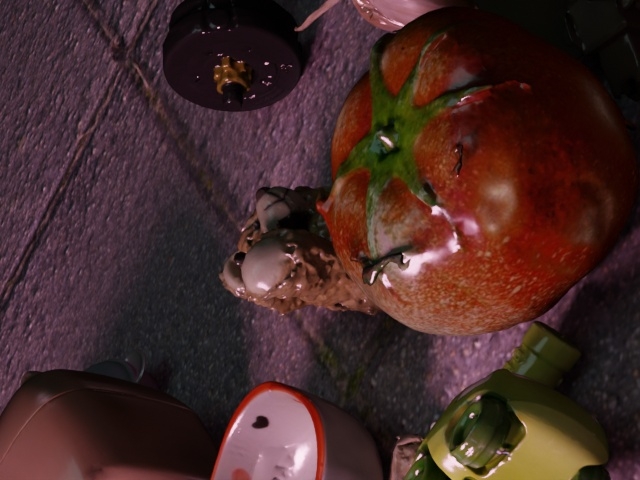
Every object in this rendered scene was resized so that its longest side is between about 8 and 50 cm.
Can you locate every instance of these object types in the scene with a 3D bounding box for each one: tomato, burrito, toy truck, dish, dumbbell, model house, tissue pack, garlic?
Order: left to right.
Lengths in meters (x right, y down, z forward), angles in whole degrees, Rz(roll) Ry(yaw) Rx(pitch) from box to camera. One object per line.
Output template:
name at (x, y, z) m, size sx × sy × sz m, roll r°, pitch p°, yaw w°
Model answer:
tissue pack at (-0.299, 0.347, 1.859) m, size 0.387 × 0.267 × 0.277 m, roll -62°, pitch 36°, yaw 18°
dumbbell at (-0.116, -0.334, 2.045) m, size 0.185 × 0.185 × 0.388 m, roll -36°, pitch 45°, yaw 42°
dish at (-0.017, 0.277, 1.606) m, size 0.256 × 0.117 × 0.256 m, roll -36°, pitch 45°, yaw 48°
burrito at (0.084, 0.282, 1.525) m, size 0.058 × 0.045 × 0.188 m, roll 122°, pitch 156°, yaw -74°
garlic at (0.101, -0.257, 1.670) m, size 0.257 × 0.207 × 0.207 m, roll -41°, pitch 40°, yaw 23°
tomato at (0.152, -0.062, 1.427) m, size 0.303 × 0.239 × 0.303 m, roll -36°, pitch 46°, yaw 47°
toy truck at (0.165, 0.185, 1.378) m, size 0.187 × 0.148 × 0.210 m, roll -55°, pitch 11°, yaw 24°
model house at (0.248, -0.246, 1.450) m, size 0.211 × 0.204 × 0.243 m, roll -37°, pitch 61°, yaw 41°

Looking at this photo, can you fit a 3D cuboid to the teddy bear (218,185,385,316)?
teddy bear at (0.000, 0.000, 1.711) m, size 0.267 × 0.156 × 0.256 m, roll -35°, pitch 25°, yaw -20°

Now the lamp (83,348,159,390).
lamp at (-0.309, 0.255, 2.086) m, size 0.246 × 0.108 × 0.179 m, roll -36°, pitch 41°, yaw 43°

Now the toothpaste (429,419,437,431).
toothpaste at (0.119, 0.271, 1.487) m, size 0.057 × 0.035 × 0.197 m, roll 0°, pitch 71°, yaw 30°
